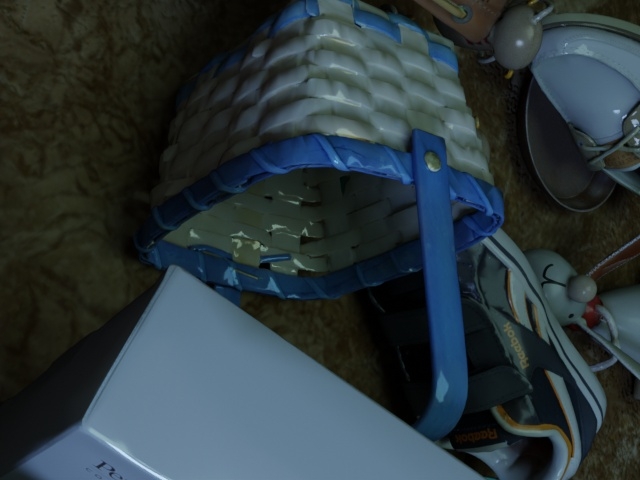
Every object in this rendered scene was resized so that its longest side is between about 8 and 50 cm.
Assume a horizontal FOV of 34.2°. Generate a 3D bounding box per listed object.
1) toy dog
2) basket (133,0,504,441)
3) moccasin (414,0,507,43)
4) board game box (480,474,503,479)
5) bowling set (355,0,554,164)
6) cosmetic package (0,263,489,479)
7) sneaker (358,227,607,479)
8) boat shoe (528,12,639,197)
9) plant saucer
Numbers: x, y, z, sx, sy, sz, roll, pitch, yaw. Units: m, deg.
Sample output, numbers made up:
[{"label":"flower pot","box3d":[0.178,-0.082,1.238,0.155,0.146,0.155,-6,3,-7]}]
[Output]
[{"label":"toy dog","box3d":[0.340,0.086,1.039,0.334,0.161,0.220,-9,93,-41]},{"label":"basket","box3d":[0.000,0.000,0.690,0.201,0.255,0.288,18,66,-33]},{"label":"moccasin","box3d":[-0.043,-0.244,0.687,0.380,0.139,0.147,21,110,-12]},{"label":"board game box","box3d":[0.085,0.299,0.880,0.160,0.047,0.210,16,76,-39]},{"label":"bowling set","box3d":[0.071,-0.184,0.805,0.200,0.154,0.287,6,110,-19]},{"label":"cosmetic package","box3d":[-0.004,0.194,0.583,0.377,0.284,0.097,36,53,-14]},{"label":"sneaker","box3d":[0.125,0.090,0.861,0.321,0.126,0.127,49,52,-19]},{"label":"boat shoe","box3d":[0.301,-0.118,1.012,0.302,0.113,0.103,24,67,-39]},{"label":"plant saucer","box3d":[0.252,-0.112,1.063,0.168,0.029,0.168,3,86,-40]}]
